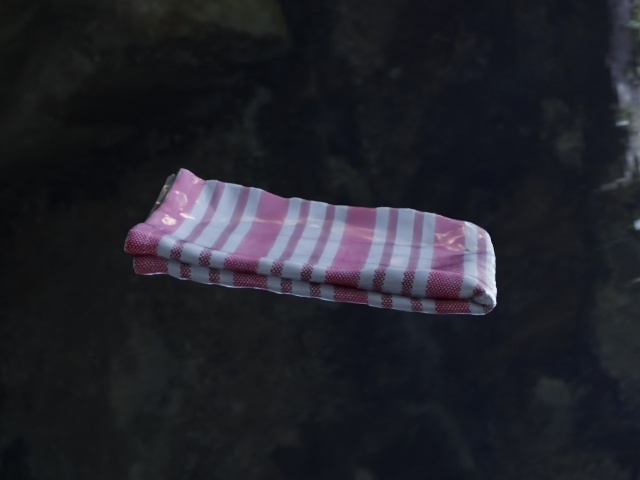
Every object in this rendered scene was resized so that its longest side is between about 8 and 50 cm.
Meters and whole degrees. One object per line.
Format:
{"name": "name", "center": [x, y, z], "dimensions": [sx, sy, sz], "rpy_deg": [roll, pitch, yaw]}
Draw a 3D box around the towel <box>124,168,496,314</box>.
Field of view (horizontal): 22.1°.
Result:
{"name": "towel", "center": [0.000, 0.000, 0.898], "dimensions": [0.197, 0.144, 0.029], "rpy_deg": [8, -75, 2]}
